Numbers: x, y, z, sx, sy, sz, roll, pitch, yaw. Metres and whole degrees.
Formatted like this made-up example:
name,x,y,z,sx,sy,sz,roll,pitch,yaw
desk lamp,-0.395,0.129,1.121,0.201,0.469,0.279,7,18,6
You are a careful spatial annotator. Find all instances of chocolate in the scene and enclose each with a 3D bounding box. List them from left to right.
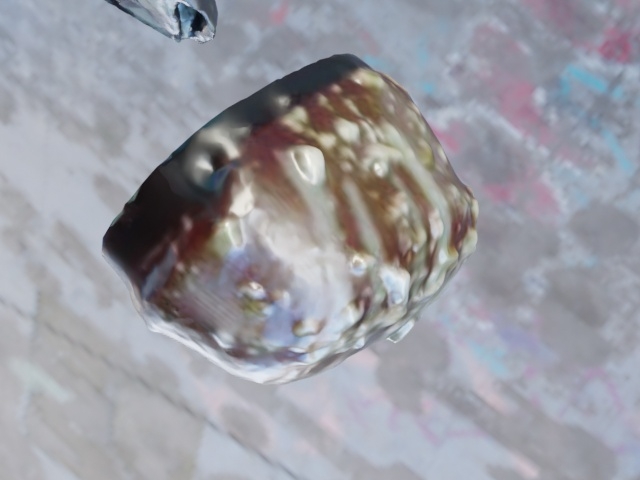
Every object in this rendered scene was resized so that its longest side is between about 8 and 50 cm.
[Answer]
name,x,y,z,sx,sy,sz,roll,pitch,yaw
chocolate,0.000,0.000,1.436,0.210,0.340,0.225,47,131,11

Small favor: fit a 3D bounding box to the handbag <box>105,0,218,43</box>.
name,x,y,z,sx,sy,sz,roll,pitch,yaw
handbag,-0.180,-0.291,0.963,0.317,0.180,0.416,39,169,14
